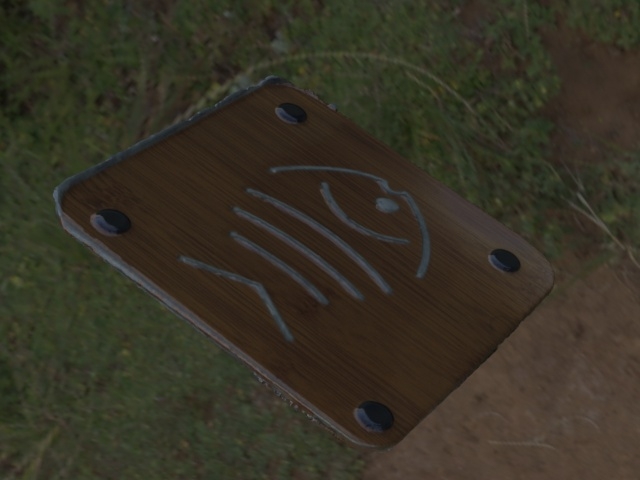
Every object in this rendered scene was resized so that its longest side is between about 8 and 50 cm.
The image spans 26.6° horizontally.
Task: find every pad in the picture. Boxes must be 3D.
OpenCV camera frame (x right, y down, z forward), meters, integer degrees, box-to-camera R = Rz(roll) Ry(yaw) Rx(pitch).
[{"bbox_3d":[0.000,0.000,0.955,0.286,0.284,0.018,36,129,16],"label":"pad"}]
